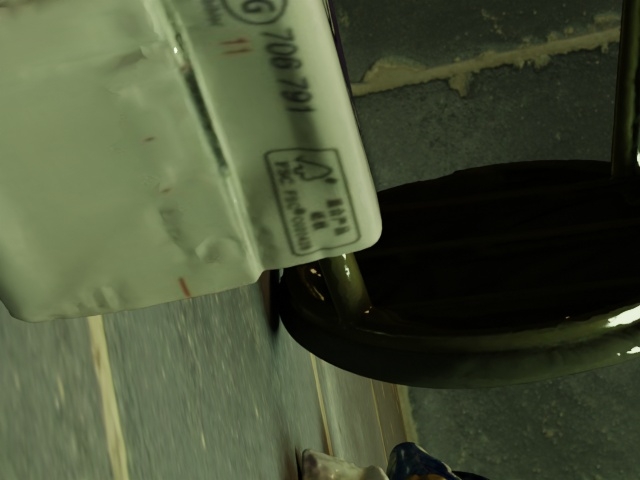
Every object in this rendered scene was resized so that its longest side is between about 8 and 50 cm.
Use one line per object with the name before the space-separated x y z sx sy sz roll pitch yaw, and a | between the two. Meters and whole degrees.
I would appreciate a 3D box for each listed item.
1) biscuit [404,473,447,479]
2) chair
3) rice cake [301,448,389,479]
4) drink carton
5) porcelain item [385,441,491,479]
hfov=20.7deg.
biscuit | 0.041 0.244 1.005 0.181 0.049 0.208 -54 148 -63
chair | 0.099 -0.151 1.092 0.362 0.364 0.410 -93 175 -68
rice cake | 0.049 0.292 1.154 0.073 0.056 0.365 -99 176 -63
drink carton | -0.058 -0.111 0.441 0.134 0.101 0.222 68 9 -57
porcelain item | 0.095 0.275 1.331 0.186 0.138 0.288 -114 -171 -51
